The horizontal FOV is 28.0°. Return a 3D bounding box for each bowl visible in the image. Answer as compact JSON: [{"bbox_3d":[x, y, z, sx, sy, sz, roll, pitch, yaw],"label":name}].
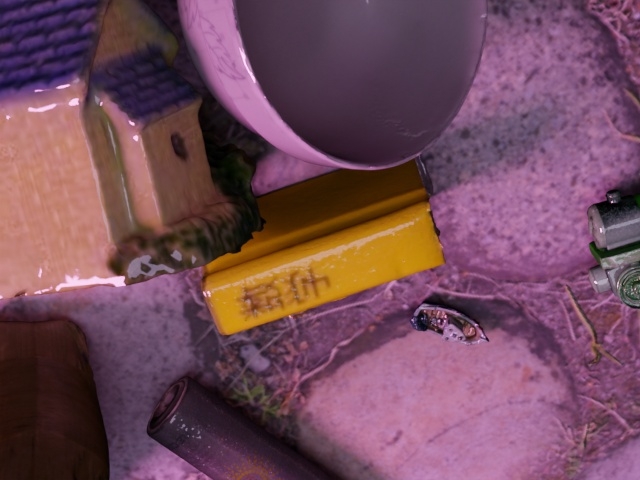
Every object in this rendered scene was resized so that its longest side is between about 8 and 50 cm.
[{"bbox_3d":[-0.006,-0.201,1.056,0.287,0.144,0.287,-3,94,-42],"label":"bowl"}]

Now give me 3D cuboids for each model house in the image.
[{"bbox_3d":[-0.222,-0.102,1.075,0.321,0.261,0.266,-7,105,26],"label":"model house"}]

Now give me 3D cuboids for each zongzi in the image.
[{"bbox_3d":[-0.299,0.300,1.221,0.160,0.323,0.360,10,118,-15],"label":"zongzi"}]

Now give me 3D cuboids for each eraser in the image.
[{"bbox_3d":[0.000,0.000,1.177,0.226,0.158,0.069,-19,116,7],"label":"eraser"}]

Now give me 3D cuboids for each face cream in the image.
[{"bbox_3d":[-0.050,0.246,1.332,0.283,0.073,0.073,38,108,-17],"label":"face cream"}]

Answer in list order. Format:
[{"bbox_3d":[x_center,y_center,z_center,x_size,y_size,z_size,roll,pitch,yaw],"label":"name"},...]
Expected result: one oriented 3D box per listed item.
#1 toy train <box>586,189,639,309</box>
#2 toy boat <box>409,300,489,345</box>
[{"bbox_3d":[0.373,-0.020,1.224,0.251,0.085,0.119,-16,108,3],"label":"toy train"},{"bbox_3d":[0.130,0.086,1.286,0.083,0.038,0.038,18,112,-9],"label":"toy boat"}]
